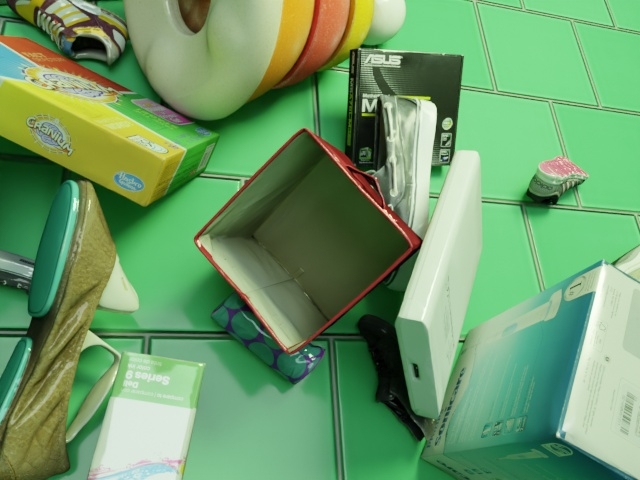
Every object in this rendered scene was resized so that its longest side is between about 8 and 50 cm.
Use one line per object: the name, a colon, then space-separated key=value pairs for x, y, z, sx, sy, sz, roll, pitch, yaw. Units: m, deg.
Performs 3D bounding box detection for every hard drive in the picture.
hard drive: x=0.170 y=0.051 z=0.739 sx=0.040 sy=0.203 sz=0.307 roll=6 pitch=46 yaw=24

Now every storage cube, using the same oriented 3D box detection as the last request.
storage cube: x=0.000 y=0.000 z=0.694 sx=0.215 sy=0.193 sz=0.183 roll=-43 pitch=81 yaw=11

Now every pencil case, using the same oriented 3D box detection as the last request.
pencil case: x=-0.069 y=0.122 z=0.729 sx=0.152 sy=0.064 sz=0.070 roll=40 pitch=34 yaw=3

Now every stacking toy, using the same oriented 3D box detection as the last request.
stacking toy: x=-0.037 y=-0.383 z=0.893 sx=0.480 sy=0.350 sz=0.350 roll=-16 pitch=70 yaw=-44

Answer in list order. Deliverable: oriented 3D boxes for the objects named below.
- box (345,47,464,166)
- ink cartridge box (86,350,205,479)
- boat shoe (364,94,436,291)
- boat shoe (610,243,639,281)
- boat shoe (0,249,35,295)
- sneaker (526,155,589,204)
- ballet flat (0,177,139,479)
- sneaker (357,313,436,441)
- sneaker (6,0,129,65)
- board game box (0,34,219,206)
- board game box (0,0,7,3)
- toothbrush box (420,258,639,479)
box: x=0.137 y=-0.216 z=0.907 sx=0.191 sy=0.045 sz=0.184 roll=-2 pitch=108 yaw=-19
ink cartridge box: x=-0.191 y=0.242 z=0.583 sx=0.093 sy=0.154 sz=0.212 roll=11 pitch=63 yaw=-12
boat shoe: x=0.105 y=-0.076 z=0.828 sx=0.102 sy=0.108 sz=0.301 roll=9 pitch=83 yaw=-10
boat shoe: x=0.479 y=0.096 z=0.882 sx=0.321 sy=0.118 sz=0.103 roll=-25 pitch=71 yaw=-33
boat shoe: x=-0.356 y=0.051 z=0.690 sx=0.142 sy=0.049 sz=0.040 roll=23 pitch=96 yaw=-14
sneaker: x=0.422 y=-0.104 z=0.992 sx=0.170 sy=0.074 sz=0.063 roll=-13 pitch=50 yaw=-45
ballet flat: x=-0.281 y=0.105 z=0.627 sx=0.124 sy=0.116 sz=0.342 roll=22 pitch=73 yaw=-38
sneaker: x=0.101 y=0.187 z=0.758 sx=0.170 sy=0.051 sz=0.089 roll=43 pitch=57 yaw=2
sneaker: x=-0.393 y=-0.329 z=0.841 sx=0.186 sy=0.069 sz=0.083 roll=16 pitch=56 yaw=-9
board game box: x=-0.313 y=-0.166 z=0.709 sx=0.317 sy=0.064 sz=0.242 roll=26 pitch=17 yaw=-4
board game box: x=-0.454 y=-0.500 z=0.889 sx=0.304 sy=0.097 sz=0.223 roll=-14 pitch=71 yaw=-23
toothbrush box: x=0.269 y=0.187 z=0.670 sx=0.126 sy=0.295 sz=0.216 roll=32 pitch=60 yaw=-2
